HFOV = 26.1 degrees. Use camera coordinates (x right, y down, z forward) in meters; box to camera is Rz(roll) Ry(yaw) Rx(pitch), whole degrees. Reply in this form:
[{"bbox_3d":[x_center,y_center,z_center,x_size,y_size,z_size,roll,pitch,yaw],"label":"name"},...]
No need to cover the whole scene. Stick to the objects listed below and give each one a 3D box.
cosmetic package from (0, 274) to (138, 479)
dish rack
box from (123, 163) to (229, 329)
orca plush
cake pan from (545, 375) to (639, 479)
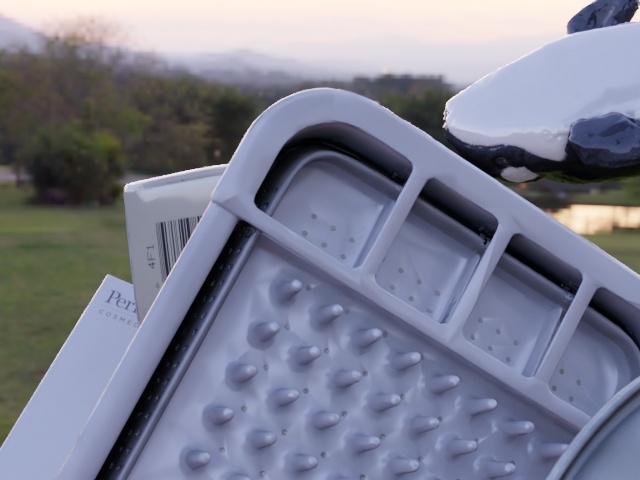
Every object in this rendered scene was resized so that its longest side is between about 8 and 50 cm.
[{"bbox_3d":[-0.184,0.246,1.231,0.217,0.385,0.156,21,-33,5],"label":"cosmetic package"},{"bbox_3d":[0.021,0.121,0.705,0.285,0.333,0.072,32,-19,-13],"label":"dish rack"},{"bbox_3d":[0.000,0.000,0.904,0.113,0.094,0.275,-8,-1,29],"label":"box"},{"bbox_3d":[0.226,-0.089,0.852,0.287,0.102,0.151,-28,39,6],"label":"orca plush"},{"bbox_3d":[0.184,0.199,0.643,0.293,0.293,0.054,-5,10,-41],"label":"cake pan"}]
